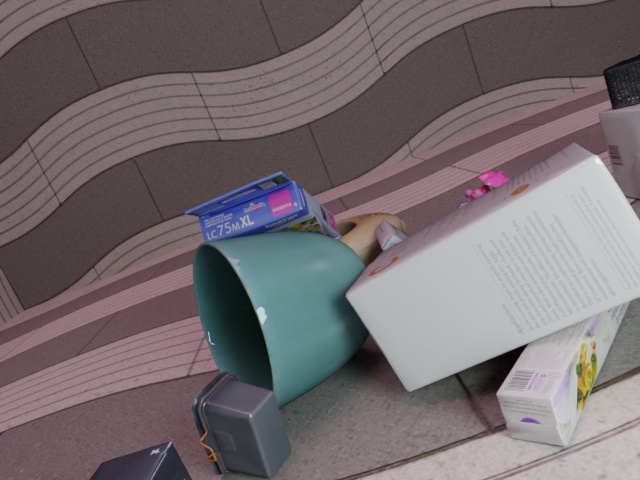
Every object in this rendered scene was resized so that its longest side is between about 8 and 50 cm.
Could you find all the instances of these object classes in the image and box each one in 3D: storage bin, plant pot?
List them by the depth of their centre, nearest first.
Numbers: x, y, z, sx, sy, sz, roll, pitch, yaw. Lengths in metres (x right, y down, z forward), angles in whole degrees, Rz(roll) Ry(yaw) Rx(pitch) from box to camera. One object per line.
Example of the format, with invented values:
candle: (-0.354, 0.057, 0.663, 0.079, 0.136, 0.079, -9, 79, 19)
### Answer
storage bin: (-0.104, 0.258, 0.666, 0.091, 0.135, 0.098, -1, 22, 33)
plant pot: (-0.051, 0.113, 0.841, 0.235, 0.292, 0.293, -18, 9, -31)
storage bin: (0.683, -0.338, 0.981, 0.122, 0.084, 0.180, -28, 12, -28)

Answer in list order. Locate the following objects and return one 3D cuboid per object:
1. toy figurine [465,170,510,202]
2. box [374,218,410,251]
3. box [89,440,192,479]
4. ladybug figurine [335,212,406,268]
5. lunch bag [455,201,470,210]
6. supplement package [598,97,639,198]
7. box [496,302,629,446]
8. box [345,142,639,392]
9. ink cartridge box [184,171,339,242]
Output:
toy figurine: (0.390, -0.078, 1.134, 0.173, 0.159, 0.130, -19, 13, 17)
box: (0.197, 0.034, 0.966, 0.038, 0.186, 0.145, -57, 7, 12)
box: (-0.174, 0.315, 0.470, 0.093, 0.158, 0.156, -20, 13, 10)
ladybug figurine: (0.004, 0.074, 1.138, 0.450, 0.161, 0.305, -24, 12, -4)
lunch bag: (0.314, 0.016, 0.903, 0.176, 0.090, 0.219, 21, 29, 12)
supplement package: (0.763, -0.216, 0.995, 0.263, 0.199, 0.198, -21, 12, 2)
box: (0.324, 0.126, 0.631, 0.067, 0.063, 0.324, -9, 19, 45)
box: (0.243, 0.033, 0.690, 0.346, 0.168, 0.215, -32, 2, 26)
ink cartridge box: (-0.092, -0.029, 0.920, 0.186, 0.065, 0.311, -19, -17, 12)
